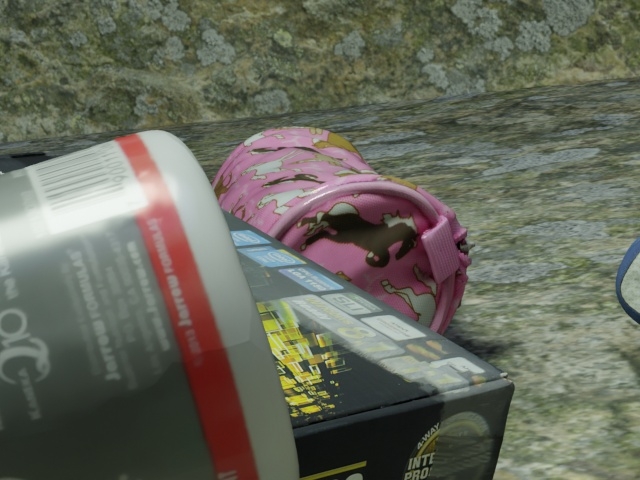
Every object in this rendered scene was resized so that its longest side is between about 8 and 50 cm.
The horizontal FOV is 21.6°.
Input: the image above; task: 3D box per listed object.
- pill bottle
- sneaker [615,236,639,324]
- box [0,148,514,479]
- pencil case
[{"bbox_3d":[-0.165,0.073,0.621,0.283,0.161,0.161,-18,13,-11],"label":"pill bottle"},{"bbox_3d":[0.284,0.039,1.055,0.131,0.112,0.296,-17,14,-36],"label":"sneaker"},{"bbox_3d":[-0.142,0.059,0.938,0.318,0.097,0.395,-5,25,-41],"label":"box"},{"bbox_3d":[0.000,0.000,1.330,0.167,0.160,0.386,29,3,-13],"label":"pencil case"}]
